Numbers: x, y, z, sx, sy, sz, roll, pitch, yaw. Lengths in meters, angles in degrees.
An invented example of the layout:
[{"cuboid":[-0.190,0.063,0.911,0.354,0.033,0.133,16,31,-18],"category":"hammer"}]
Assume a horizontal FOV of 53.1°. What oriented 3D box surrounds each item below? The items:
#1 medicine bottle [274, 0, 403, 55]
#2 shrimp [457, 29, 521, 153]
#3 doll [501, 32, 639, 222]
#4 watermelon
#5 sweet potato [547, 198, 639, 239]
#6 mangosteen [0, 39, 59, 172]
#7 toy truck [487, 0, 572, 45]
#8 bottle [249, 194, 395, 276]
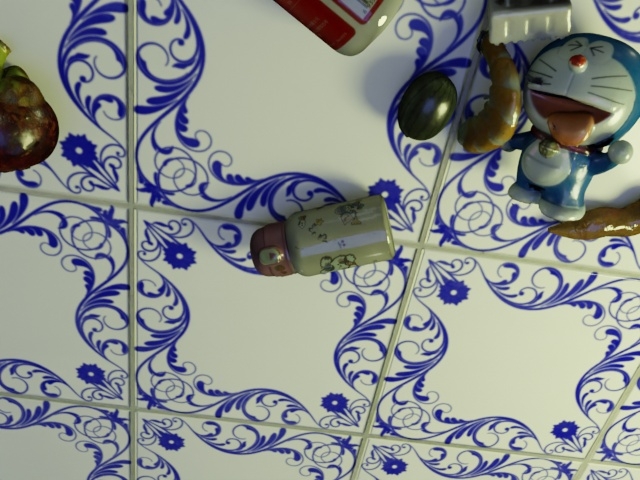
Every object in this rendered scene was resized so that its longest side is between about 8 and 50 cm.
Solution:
[{"cuboid":[-0.018,-0.355,0.807,0.250,0.131,0.131,35,117,-19],"category":"medicine bottle"},{"cuboid":[0.236,-0.213,0.935,0.049,0.161,0.166,-10,86,-16],"category":"shrimp"},{"cuboid":[0.345,-0.160,0.902,0.161,0.215,0.257,-9,118,-39],"category":"doll"},{"cuboid":[0.155,-0.195,0.941,0.078,0.078,0.111,18,122,-11],"category":"watermelon"},{"cuboid":[0.488,-0.032,1.057,0.218,0.051,0.065,-14,125,10],"category":"sweet potato"},{"cuboid":[-0.462,-0.184,0.913,0.156,0.146,0.181,-2,123,5],"category":"mangosteen"},{"cuboid":[0.259,-0.395,0.789,0.136,0.111,0.286,-1,125,13],"category":"toy truck"},{"cuboid":[0.000,0.000,1.049,0.233,0.110,0.110,-12,122,8],"category":"bottle"}]
